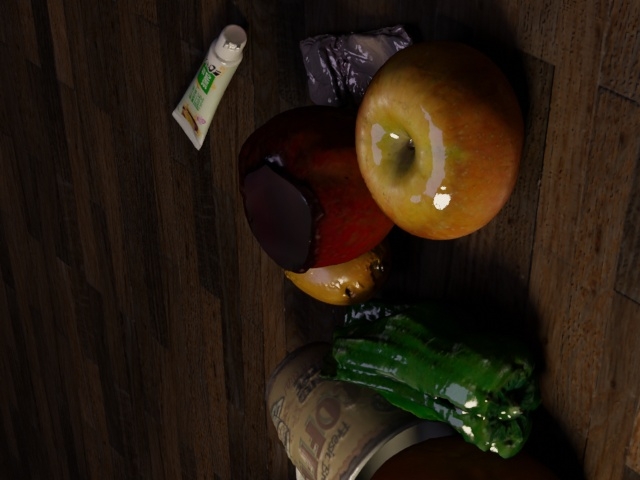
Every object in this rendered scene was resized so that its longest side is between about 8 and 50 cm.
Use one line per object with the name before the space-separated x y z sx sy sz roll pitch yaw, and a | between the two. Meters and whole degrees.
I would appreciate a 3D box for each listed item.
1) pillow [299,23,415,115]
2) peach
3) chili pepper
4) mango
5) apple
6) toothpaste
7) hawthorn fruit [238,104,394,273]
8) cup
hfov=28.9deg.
pillow | 0.054 -0.214 1.660 0.248 0.049 0.135 5 115 51
peach | 0.193 0.436 1.682 0.301 0.343 0.343 4 117 41
chili pepper | 0.139 0.154 1.689 0.385 0.213 0.167 19 86 49
mango | 0.000 0.000 1.788 0.248 0.156 0.151 43 143 34
apple | 0.149 -0.122 1.485 0.210 0.173 0.235 44 135 33
toothpaste | -0.177 -0.245 1.967 0.314 0.056 0.058 130 149 -59
hawthorn fruit | 0.014 -0.075 1.628 0.215 0.249 0.215 29 123 57
cup | 0.034 0.313 1.903 0.257 0.227 0.301 42 124 39
